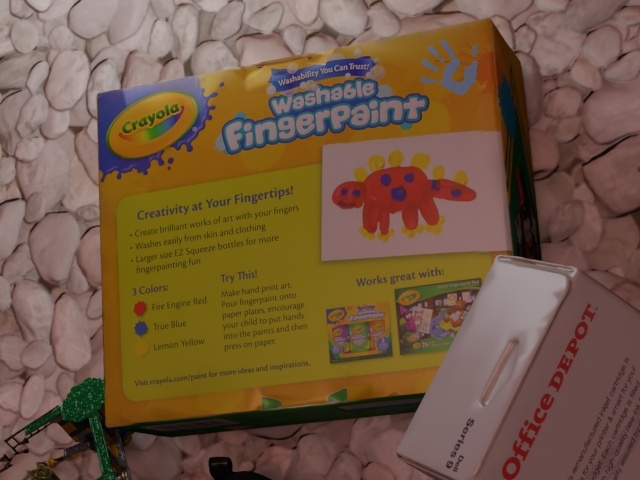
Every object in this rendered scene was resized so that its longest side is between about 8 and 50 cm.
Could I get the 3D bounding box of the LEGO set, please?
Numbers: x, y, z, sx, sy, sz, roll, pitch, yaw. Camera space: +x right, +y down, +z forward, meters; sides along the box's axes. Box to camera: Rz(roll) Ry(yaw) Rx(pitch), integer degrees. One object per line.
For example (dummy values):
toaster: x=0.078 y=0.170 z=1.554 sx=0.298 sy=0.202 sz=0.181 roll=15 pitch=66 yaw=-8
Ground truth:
LEGO set: x=-0.286 y=0.332 z=1.543 sx=0.331 sy=0.192 sz=0.255 roll=-37 pitch=38 yaw=-4

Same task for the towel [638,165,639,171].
towel: x=0.436 y=-0.124 z=1.418 sx=0.237 sy=0.021 sz=0.102 roll=-47 pitch=67 yaw=6

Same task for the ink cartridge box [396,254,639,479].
ink cartridge box: x=0.241 y=0.170 z=1.264 sx=0.121 sy=0.289 sz=0.211 roll=12 pitch=72 yaw=59

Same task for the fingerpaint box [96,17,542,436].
fingerpaint box: x=0.000 y=0.000 z=1.484 sx=0.444 sy=0.163 sz=0.371 roll=-9 pitch=76 yaw=19

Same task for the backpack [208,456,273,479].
backpack: x=-0.052 y=0.394 z=1.392 sx=0.276 sy=0.213 sz=0.263 roll=24 pitch=101 yaw=13
